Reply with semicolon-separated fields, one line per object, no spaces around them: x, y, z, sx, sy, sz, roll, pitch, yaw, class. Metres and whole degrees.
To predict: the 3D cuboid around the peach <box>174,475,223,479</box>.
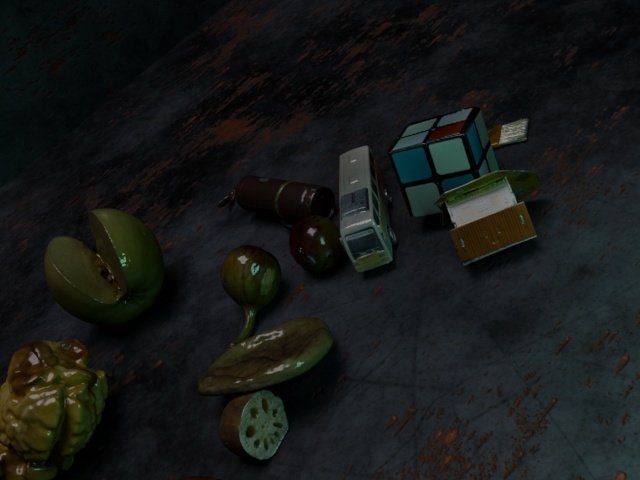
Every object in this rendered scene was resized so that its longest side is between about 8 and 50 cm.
-0.181;0.486;1.234;0.252;0.252;0.252;-21;34;15;peach

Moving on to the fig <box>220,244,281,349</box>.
-0.160;0.131;1.793;0.149;0.149;0.245;-11;62;28;fig

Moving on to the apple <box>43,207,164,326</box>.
-0.528;0.069;2.003;0.292;0.292;0.254;-36;57;-9;apple

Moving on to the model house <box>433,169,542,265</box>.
0.356;-0.036;1.608;0.219;0.207;0.136;-20;67;10;model house

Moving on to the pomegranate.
-0.003;-0.006;1.830;0.129;0.129;0.159;-9;38;30;pomegranate

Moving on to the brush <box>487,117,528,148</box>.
0.346;-0.231;1.956;0.314;0.017;0.090;-11;35;28;brush

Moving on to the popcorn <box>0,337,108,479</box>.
-0.580;0.371;1.721;0.265;0.225;0.332;8;70;59;popcorn

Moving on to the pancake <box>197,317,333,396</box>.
-0.109;0.230;1.594;0.294;0.049;0.294;-24;10;4;pancake

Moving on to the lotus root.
-0.127;0.335;1.488;0.081;0.112;0.122;2;46;41;lotus root

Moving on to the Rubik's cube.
0.271;-0.170;1.759;0.183;0.167;0.180;-11;22;30;Rubik's cube

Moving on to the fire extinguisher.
-0.123;-0.098;2.061;0.341;0.105;0.141;11;50;42;fire extinguisher

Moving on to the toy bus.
0.102;-0.078;1.832;0.097;0.138;0.342;-18;33;14;toy bus
